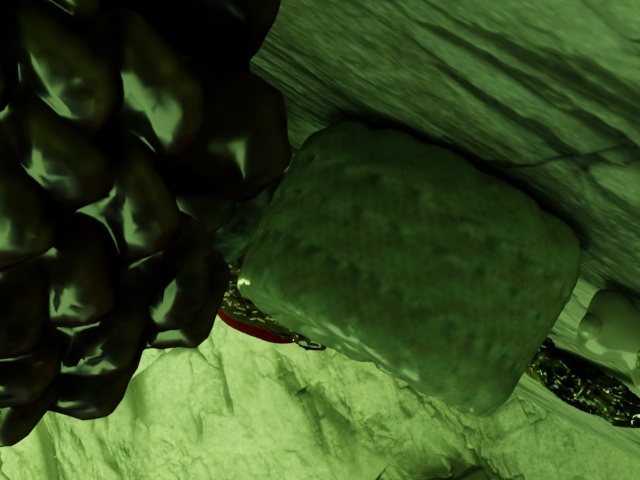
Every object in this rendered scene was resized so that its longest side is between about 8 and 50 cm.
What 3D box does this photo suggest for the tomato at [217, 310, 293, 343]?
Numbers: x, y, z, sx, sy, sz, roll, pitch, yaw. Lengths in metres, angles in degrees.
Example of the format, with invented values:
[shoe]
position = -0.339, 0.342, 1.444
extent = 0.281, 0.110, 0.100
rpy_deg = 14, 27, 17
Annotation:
[tomato]
position = -0.089, 0.064, 1.790
extent = 0.299, 0.226, 0.298
rpy_deg = 28, 170, 5

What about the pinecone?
[pinecone]
position = -0.218, -0.088, 0.485
extent = 0.398, 0.397, 0.398
rpy_deg = 29, 174, 4

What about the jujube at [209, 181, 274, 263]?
[jujube]
position = -0.197, -0.088, 1.066
extent = 0.308, 0.215, 0.246
rpy_deg = 39, 143, 28

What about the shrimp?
[shrimp]
position = 0.359, 0.188, 1.549
extent = 0.233, 0.071, 0.365
rpy_deg = 40, 174, -33

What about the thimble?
[thimble]
position = 0.080, 0.032, 0.937
extent = 0.291, 0.195, 0.291
rpy_deg = 30, 173, 4

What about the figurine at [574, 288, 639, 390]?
[figurine]
position = 0.332, 0.095, 0.976
extent = 0.146, 0.081, 0.098
rpy_deg = 22, -145, 21

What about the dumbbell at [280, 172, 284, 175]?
[dumbbell]
position = 0.000, 0.000, 1.388
extent = 0.302, 0.108, 0.121
rpy_deg = 29, 165, 6

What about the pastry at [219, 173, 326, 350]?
[pastry]
position = -0.035, 0.033, 1.213
extent = 0.275, 0.193, 0.275
rpy_deg = 5, 164, 1
